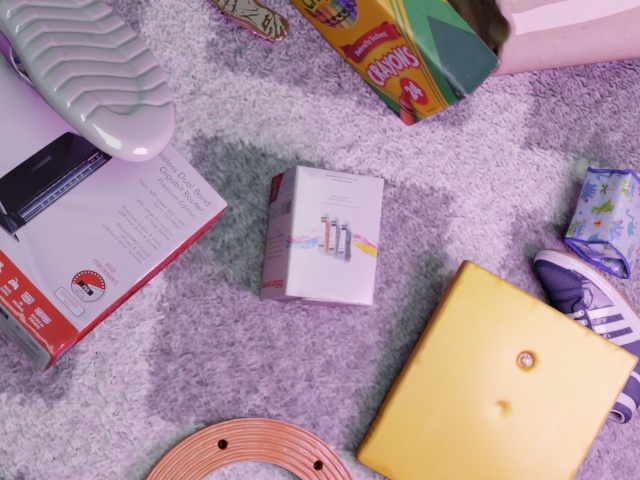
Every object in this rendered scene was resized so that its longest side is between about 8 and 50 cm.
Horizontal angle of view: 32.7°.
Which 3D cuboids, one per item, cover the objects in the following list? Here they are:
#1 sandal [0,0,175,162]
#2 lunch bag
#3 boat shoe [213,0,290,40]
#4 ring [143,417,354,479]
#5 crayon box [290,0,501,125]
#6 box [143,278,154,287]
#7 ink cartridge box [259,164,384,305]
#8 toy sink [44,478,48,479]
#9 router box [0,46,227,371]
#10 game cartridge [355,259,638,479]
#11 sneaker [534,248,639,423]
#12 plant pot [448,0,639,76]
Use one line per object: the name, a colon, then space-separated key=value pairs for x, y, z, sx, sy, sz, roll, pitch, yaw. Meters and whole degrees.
sandal: x=-0.322 y=-0.235 z=1.315 sx=0.169 sy=0.102 sz=0.416 roll=-23 pitch=66 yaw=-44
lunch bag: x=0.447 y=-0.025 z=1.655 sx=0.151 sy=0.096 sz=0.129 roll=31 pitch=74 yaw=-44
boat shoe: x=-0.106 y=-0.321 z=1.517 sx=0.135 sy=0.045 sz=0.050 roll=37 pitch=83 yaw=-16
ring: x=-0.098 y=0.406 z=1.463 sx=0.336 sy=0.032 sz=0.336 roll=2 pitch=85 yaw=-19
crayon box: x=0.077 y=-0.312 z=1.498 sx=0.318 sy=0.202 sz=0.081 roll=46 pitch=73 yaw=-9
box: x=-0.369 y=-0.002 z=1.388 sx=0.324 sy=0.067 sz=0.063 roll=13 pitch=80 yaw=-18
ink cartridge box: x=0.000 y=0.000 z=1.480 sx=0.127 sy=0.128 sz=0.176 roll=9 pitch=83 yaw=-18
toy sink: x=-0.308 y=0.432 z=1.316 sx=0.153 sy=0.131 sz=0.234 roll=-44 pitch=95 yaw=-8
router box: x=-0.337 y=-0.063 z=1.334 sx=0.335 sy=0.082 sz=0.301 roll=46 pitch=60 yaw=1
game cartridge: x=0.247 y=0.234 z=1.536 sx=0.285 sy=0.052 sz=0.324 roll=30 pitch=88 yaw=-3
sneaker: x=0.394 y=0.150 z=1.617 sx=0.282 sy=0.099 sz=0.153 roll=44 pitch=72 yaw=-13
plant pot: x=0.356 y=-0.375 z=1.560 sx=0.305 sy=0.334 sz=0.334 roll=-17 pitch=91 yaw=-8
